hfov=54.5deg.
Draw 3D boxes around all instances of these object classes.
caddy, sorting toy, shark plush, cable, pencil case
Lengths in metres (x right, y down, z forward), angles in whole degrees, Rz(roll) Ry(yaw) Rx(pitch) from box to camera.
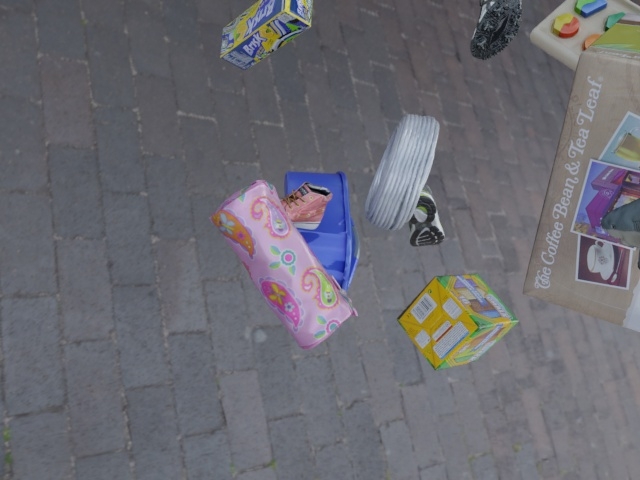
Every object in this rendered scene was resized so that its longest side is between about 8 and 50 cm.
[{"bbox_3d":[0.000,0.000,1.368,0.179,0.241,0.341,6,53,-10],"label":"caddy"},{"bbox_3d":[0.624,-0.492,1.431,0.193,0.208,0.038,45,-3,23],"label":"sorting toy"},{"bbox_3d":[0.307,-0.036,0.543,0.073,0.161,0.067,-28,66,-13],"label":"shark plush"},{"bbox_3d":[0.172,-0.147,1.321,0.089,0.257,0.257,19,24,-1],"label":"cable"},{"bbox_3d":[-0.059,0.040,1.020,0.284,0.124,0.124,55,46,-6],"label":"pencil case"}]

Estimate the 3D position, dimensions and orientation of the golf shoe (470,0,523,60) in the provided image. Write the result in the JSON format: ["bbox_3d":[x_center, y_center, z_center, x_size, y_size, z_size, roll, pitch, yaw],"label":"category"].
[{"bbox_3d":[0.318,-0.420,1.111,0.077,0.198,0.094,19,17,-25],"label":"golf shoe"}]

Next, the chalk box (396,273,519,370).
[{"bbox_3d":[0.281,0.155,1.218,0.213,0.132,0.132,2,43,-48],"label":"chalk box"}]

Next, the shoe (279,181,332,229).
[{"bbox_3d":[-0.053,-0.067,1.132,0.178,0.081,0.063,1,34,-49],"label":"shoe"}]

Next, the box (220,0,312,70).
[{"bbox_3d":[-0.087,-0.332,0.969,0.054,0.169,0.059,18,67,-40],"label":"box"}]

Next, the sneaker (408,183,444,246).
[{"bbox_3d":[0.310,-0.082,1.865,0.300,0.111,0.121,71,17,-56],"label":"sneaker"}]

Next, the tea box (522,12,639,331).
[{"bbox_3d":[0.443,-0.099,0.821,0.323,0.220,0.328,-38,139,-47],"label":"tea box"}]
